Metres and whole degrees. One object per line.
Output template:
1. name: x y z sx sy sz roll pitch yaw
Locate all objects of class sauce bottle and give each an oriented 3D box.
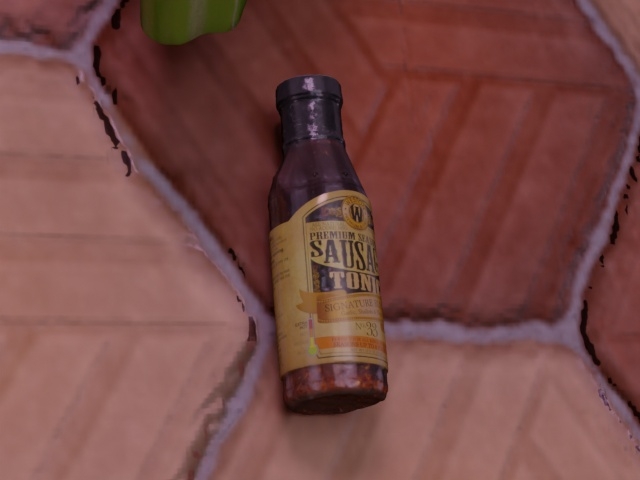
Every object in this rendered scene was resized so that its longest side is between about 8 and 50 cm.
1. sauce bottle: 0.000 0.000 0.580 0.042 0.042 0.128 1 72 -25

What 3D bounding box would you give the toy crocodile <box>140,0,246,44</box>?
1. toy crocodile: -0.020 -0.226 0.616 0.105 0.115 0.341 14 62 2
